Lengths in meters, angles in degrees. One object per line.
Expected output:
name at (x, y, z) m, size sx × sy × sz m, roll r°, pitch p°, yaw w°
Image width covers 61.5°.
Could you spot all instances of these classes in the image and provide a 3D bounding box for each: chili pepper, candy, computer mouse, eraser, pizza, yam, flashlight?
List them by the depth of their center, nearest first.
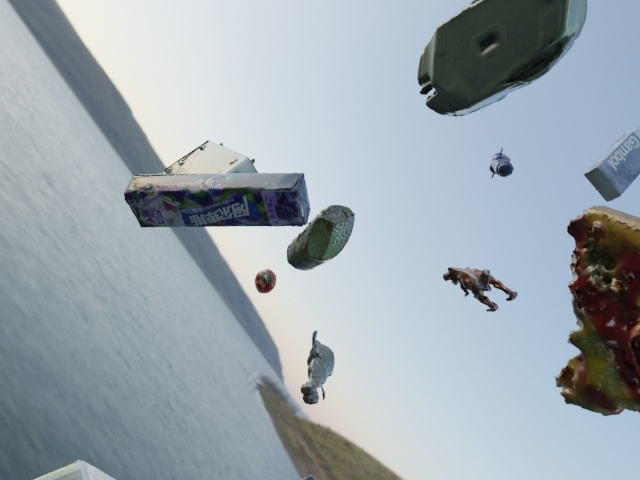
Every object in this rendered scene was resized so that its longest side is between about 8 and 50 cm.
candy at (-0.174, -0.066, 0.901) m, size 0.061 × 0.312 × 0.088 m, roll -78°, pitch 162°, yaw -45°
pizza at (0.536, 0.190, 0.910) m, size 0.440 × 0.130 × 0.406 m, roll 51°, pitch -43°, yaw 36°
flashlight at (0.309, -0.126, 0.910) m, size 0.035 × 0.057 × 0.121 m, roll 17°, pitch 16°, yaw 6°
computer mouse at (0.393, -0.426, 1.178) m, size 0.429 × 0.145 × 0.228 m, roll -22°, pitch -93°, yaw 53°
yam at (0.000, 0.000, 1.273) m, size 0.106 × 0.106 × 0.259 m, roll 54°, pitch -25°, yaw 2°
eraser at (0.740, -0.190, 1.318) m, size 0.092 × 0.212 × 0.046 m, roll 50°, pitch -25°, yaw 1°
chili pepper at (-0.165, 0.122, 1.585) m, size 0.272 × 0.063 × 0.071 m, roll 147°, pitch -48°, yaw -77°

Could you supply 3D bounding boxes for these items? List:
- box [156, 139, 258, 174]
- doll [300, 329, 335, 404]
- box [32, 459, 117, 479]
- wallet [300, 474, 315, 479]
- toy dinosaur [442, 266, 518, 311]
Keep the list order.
box at (-0.257, -0.133, 1.124) m, size 0.270 × 0.210 × 0.045 m, roll 33°, pitch -23°, yaw 58°
doll at (-0.009, 0.402, 1.598) m, size 0.286 × 0.091 × 0.203 m, roll -94°, pitch 160°, yaw -56°
box at (-0.254, 0.366, 0.618) m, size 0.256 × 0.069 × 0.164 m, roll 100°, pitch -33°, yaw -58°
wallet at (-0.076, 0.425, 0.685) m, size 0.052 × 0.245 × 0.169 m, roll -21°, pitch -101°, yaw 45°
toy dinosaur at (0.536, 0.147, 1.742) m, size 0.208 × 0.097 × 0.432 m, roll 37°, pitch -9°, yaw -5°
